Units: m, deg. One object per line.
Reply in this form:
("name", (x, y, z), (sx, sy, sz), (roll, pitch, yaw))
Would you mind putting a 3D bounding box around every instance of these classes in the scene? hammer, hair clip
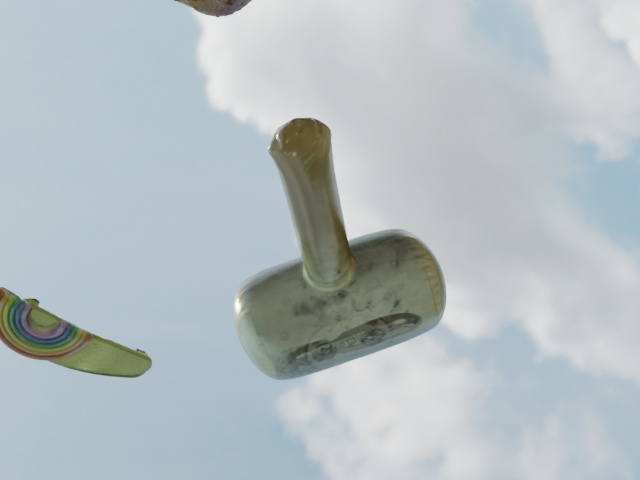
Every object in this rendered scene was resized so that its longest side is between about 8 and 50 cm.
("hammer", (0.000, 0.000, 1.214), (0.202, 0.305, 0.113), (-21, -130, -3))
("hair clip", (-0.254, 0.105, 1.383), (0.188, 0.060, 0.033), (26, -150, -30))

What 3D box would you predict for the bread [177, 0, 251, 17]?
("bread", (-0.027, -0.391, 1.397), (0.109, 0.380, 0.185), (51, -168, 21))
